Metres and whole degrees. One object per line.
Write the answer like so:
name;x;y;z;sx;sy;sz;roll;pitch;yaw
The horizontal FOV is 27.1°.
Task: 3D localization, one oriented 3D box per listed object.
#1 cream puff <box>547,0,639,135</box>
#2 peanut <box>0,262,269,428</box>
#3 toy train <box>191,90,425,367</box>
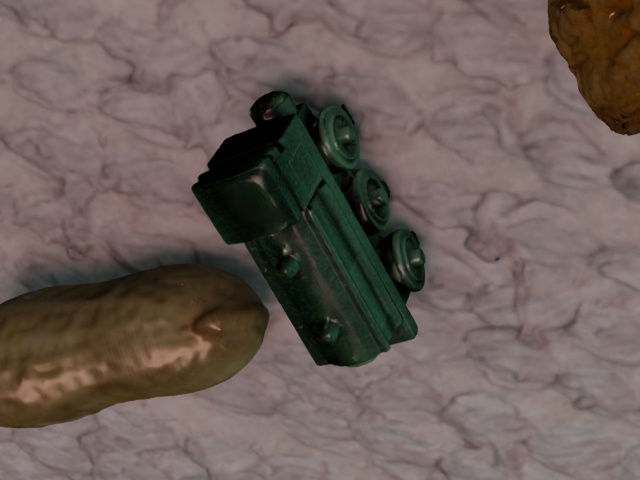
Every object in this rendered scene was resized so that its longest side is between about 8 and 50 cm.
cream puff;0.170;-0.159;0.595;0.183;0.183;0.169;-33;83;31
peanut;-0.134;0.064;0.852;0.214;0.099;0.099;-16;117;20
toy train;0.000;0.000;0.763;0.071;0.111;0.170;-16;117;30
